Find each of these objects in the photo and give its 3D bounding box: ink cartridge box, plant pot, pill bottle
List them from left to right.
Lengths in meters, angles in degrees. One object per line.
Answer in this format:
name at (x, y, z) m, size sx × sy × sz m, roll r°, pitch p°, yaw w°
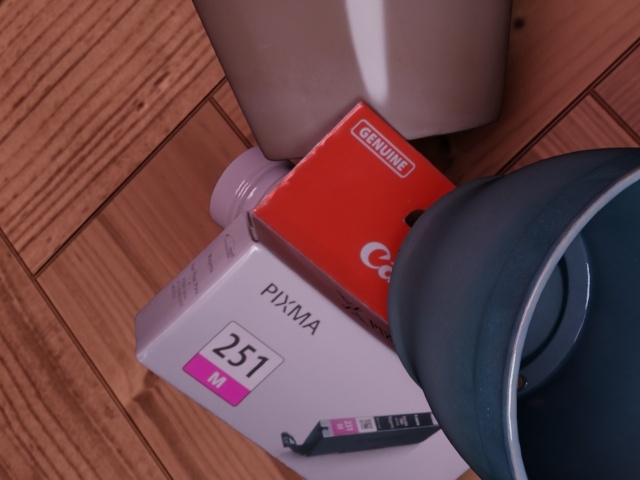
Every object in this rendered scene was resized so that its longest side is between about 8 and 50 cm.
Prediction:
pill bottle at (0.000, 0.000, 1.105) m, size 0.180 × 0.108 × 0.108 m, roll 37°, pitch 98°, yaw 25°
plant pot at (0.025, -0.214, 1.038) m, size 0.323 × 0.323 × 0.280 m, roll -7°, pitch 95°, yaw 24°
ink cartridge box at (0.041, 0.070, 1.003) m, size 0.239 × 0.275 × 0.060 m, roll -43°, pitch 27°, yaw 15°
plant pot at (0.177, 0.061, 0.891) m, size 0.255 × 0.272 × 0.271 m, roll 20°, pitch 92°, yaw 65°
